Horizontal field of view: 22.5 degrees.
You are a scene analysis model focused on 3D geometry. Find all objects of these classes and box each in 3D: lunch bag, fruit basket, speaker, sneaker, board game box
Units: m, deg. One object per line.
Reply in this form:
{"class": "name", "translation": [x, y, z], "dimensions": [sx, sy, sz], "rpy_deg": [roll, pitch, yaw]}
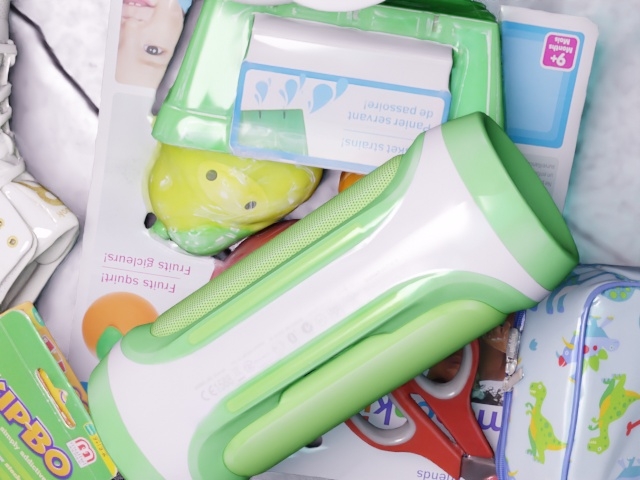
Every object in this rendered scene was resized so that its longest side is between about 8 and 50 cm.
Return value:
{"class": "lunch bag", "translation": [0.223, 0.107, 1.091], "dimensions": [0.219, 0.090, 0.176], "rpy_deg": [3, 96, -33]}
{"class": "fruit basket", "translation": [0.000, 0.000, 1.089], "dimensions": [0.327, 0.165, 0.353], "rpy_deg": [9, 99, -3]}
{"class": "speaker", "translation": [0.004, 0.047, 0.981], "dimensions": [0.296, 0.131, 0.131], "rpy_deg": [-34, 93, 15]}
{"class": "sneaker", "translation": [-0.222, -0.068, 1.097], "dimensions": [0.169, 0.108, 0.292], "rpy_deg": [24, 104, 15]}
{"class": "board game box", "translation": [-0.227, 0.129, 1.082], "dimensions": [0.039, 0.259, 0.124], "rpy_deg": [-34, 95, -42]}

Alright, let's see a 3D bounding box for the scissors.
{"class": "scissors", "translation": [0.101, 0.161, 1.121], "dimensions": [0.109, 0.021, 0.297], "rpy_deg": [-27, 121, 7]}

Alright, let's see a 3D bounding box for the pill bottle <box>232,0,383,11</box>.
{"class": "pill bottle", "translation": [-0.053, -0.244, 0.965], "dimensions": [0.176, 0.318, 0.176], "rpy_deg": [-14, 120, -25]}
